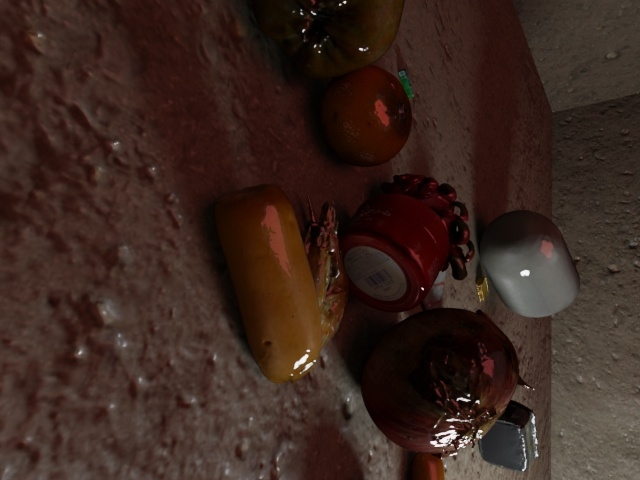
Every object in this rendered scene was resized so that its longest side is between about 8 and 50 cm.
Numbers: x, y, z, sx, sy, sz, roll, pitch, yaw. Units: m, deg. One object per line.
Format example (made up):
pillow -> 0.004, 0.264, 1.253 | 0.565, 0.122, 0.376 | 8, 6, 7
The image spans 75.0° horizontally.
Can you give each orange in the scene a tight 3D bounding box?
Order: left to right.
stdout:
orange -> 0.104, -0.269, 0.895 | 0.224, 0.169, 0.224 | -3, 94, -52

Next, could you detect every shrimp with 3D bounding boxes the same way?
shrimp -> 0.007, 0.069, 0.795 | 0.153, 0.062, 0.295 | -13, 115, -45

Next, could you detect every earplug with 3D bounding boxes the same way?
earplug -> 0.789, 0.069, 1.618 | 0.394, 0.312, 0.313 | 47, 52, -34

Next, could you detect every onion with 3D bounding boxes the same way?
onion -> 0.269, 0.306, 0.916 | 0.353, 0.353, 0.355 | 7, 81, -51

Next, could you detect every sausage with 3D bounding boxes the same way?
sausage -> -0.072, 0.088, 0.685 | 0.134, 0.116, 0.355 | -23, 107, -28
sausage -> 0.279, 0.672, 1.087 | 0.098, 0.098, 0.239 | 18, 71, -49

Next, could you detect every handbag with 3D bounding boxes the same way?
handbag -> 0.628, 0.189, 1.616 | 0.061, 0.027, 0.084 | -39, 118, -47

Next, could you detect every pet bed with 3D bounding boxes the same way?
pet bed -> 0.678, 0.689, 1.506 | 0.159, 0.183, 0.211 | -20, 103, -48

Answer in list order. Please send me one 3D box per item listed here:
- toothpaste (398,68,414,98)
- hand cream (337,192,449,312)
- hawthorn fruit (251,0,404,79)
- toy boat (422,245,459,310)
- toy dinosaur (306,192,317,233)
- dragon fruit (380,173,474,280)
toothpaste -> 0.250, -0.457, 1.216 | 0.083, 0.020, 0.017 | 62, 40, -26
hand cream -> 0.144, 0.029, 0.878 | 0.149, 0.230, 0.230 | -50, 124, -39
hawthorn fruit -> 0.030, -0.458, 0.766 | 0.268, 0.267, 0.301 | 51, 48, -35
toy boat -> 0.334, 0.108, 1.234 | 0.206, 0.096, 0.283 | -3, 101, -45
toy dinosaur -> 0.000, 0.000, 0.849 | 0.126, 0.039, 0.162 | 22, 72, -56
dragon fruit -> 0.255, -0.048, 0.996 | 0.218, 0.272, 0.199 | -18, 124, -44
